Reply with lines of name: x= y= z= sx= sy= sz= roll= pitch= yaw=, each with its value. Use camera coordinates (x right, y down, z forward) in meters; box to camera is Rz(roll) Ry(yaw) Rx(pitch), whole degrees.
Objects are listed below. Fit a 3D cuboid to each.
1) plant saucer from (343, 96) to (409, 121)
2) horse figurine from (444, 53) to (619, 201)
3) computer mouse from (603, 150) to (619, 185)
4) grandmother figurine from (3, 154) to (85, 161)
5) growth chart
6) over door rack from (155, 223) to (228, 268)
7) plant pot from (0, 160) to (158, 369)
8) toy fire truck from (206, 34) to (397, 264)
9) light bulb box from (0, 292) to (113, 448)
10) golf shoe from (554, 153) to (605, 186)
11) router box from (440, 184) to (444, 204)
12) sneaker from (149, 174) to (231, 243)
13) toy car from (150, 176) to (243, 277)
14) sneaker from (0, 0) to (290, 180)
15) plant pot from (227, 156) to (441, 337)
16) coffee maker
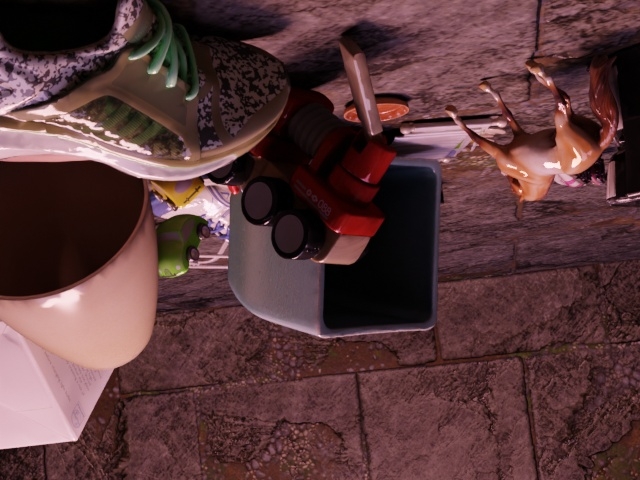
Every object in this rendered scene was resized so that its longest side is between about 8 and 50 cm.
plant saucer: x=0.071 y=-0.167 z=1.500 sx=0.083 sy=0.013 sz=0.083 roll=-6 pitch=170 yaw=-1
horse figurine: x=0.268 y=-0.129 z=1.414 sx=0.066 sy=0.174 sz=0.263 roll=-47 pitch=-167 yaw=-31
computer mouse: x=0.467 y=-0.148 z=1.572 sx=0.188 sy=0.072 sz=0.272 roll=-22 pitch=-177 yaw=20
grandmother figurine: x=-0.385 y=-0.114 z=1.292 sx=0.342 sy=0.104 sz=0.208 roll=-9 pitch=162 yaw=6
growth chart: x=0.163 y=-0.139 z=1.714 sx=0.172 sy=0.021 sz=0.237 roll=-4 pitch=171 yaw=-14
over door rack: x=-0.166 y=0.015 z=2.116 sx=0.324 sy=0.108 sz=0.239 roll=13 pitch=179 yaw=24
plant pot: x=-0.307 y=0.044 z=1.501 sx=0.256 sy=0.256 sz=0.274 roll=-7 pitch=143 yaw=6
toy fire truck: x=-0.004 y=-0.123 z=1.323 sx=0.158 sy=0.217 sz=0.246 roll=6 pitch=124 yaw=-50
light bulb box: x=-0.497 y=0.122 z=1.775 sx=0.358 sy=0.225 sz=0.361 roll=-9 pitch=-150 yaw=17
golf shoe: x=0.391 y=-0.113 z=1.871 sx=0.086 sy=0.067 sz=0.186 roll=-9 pitch=171 yaw=27
router box: x=0.146 y=-0.079 z=2.021 sx=0.092 sy=0.038 sz=0.122 roll=-11 pitch=169 yaw=28
sneaker: x=-0.122 y=-0.035 z=1.848 sx=0.296 sy=0.131 sz=0.112 roll=-1 pitch=172 yaw=-22
toy car: x=-0.172 y=-0.048 z=1.599 sx=0.239 sy=0.225 sz=0.053 roll=-11 pitch=132 yaw=34
sneaker: x=-0.175 y=-0.160 z=1.053 sx=0.410 sy=0.158 sz=0.182 roll=-5 pitch=155 yaw=-39
plant pot: x=0.000 y=0.000 z=1.713 sx=0.247 sy=0.248 sz=0.252 roll=0 pitch=-177 yaw=-44
coffee maker: x=0.399 y=-0.136 z=1.377 sx=0.120 sy=0.178 sz=0.171 roll=-4 pitch=171 yaw=-17
